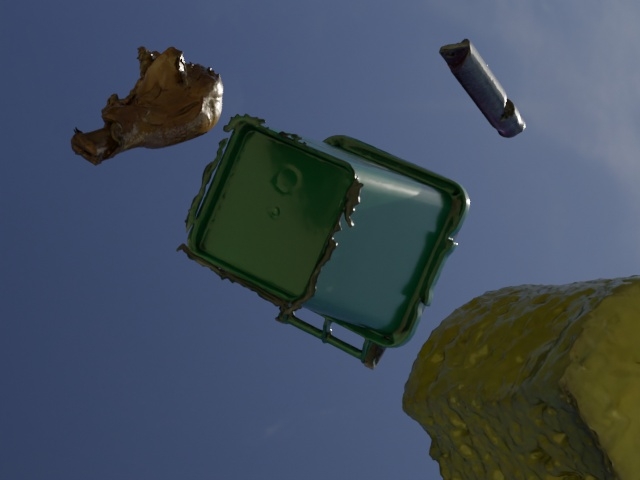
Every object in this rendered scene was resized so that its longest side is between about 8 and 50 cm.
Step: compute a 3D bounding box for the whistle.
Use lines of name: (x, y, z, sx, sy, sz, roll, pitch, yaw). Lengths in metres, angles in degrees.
whistle: (0.166, -0.153, 1.069, 0.176, 0.033, 0.033, 37, -133, -54)

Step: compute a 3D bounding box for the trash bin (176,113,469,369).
trash bin: (0.000, 0.000, 1.401, 0.259, 0.381, 0.295, 25, -86, 25)

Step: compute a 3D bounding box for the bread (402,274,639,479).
bread: (0.107, 0.071, 0.395, 0.111, 0.114, 0.129, -36, -86, -22)

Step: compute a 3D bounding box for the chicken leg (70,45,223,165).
chicken leg: (-0.179, -0.140, 1.099, 0.085, 0.101, 0.207, 12, -149, 32)
